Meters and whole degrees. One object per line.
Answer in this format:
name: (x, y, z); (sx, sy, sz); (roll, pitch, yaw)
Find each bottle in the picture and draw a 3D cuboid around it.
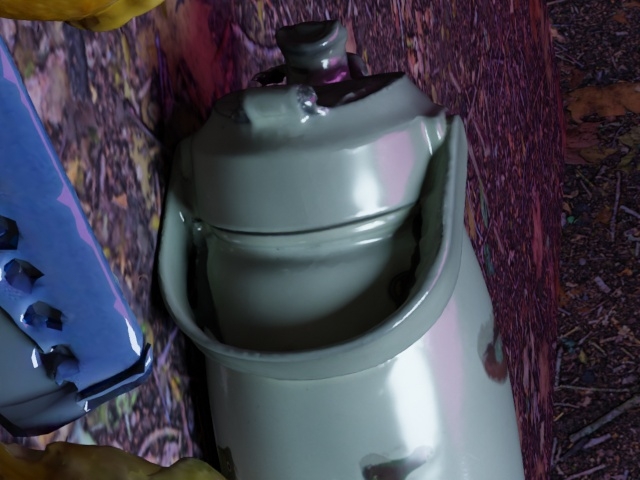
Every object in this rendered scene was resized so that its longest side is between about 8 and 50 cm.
bottle: (0.014, 0.036, 0.974); (0.229, 0.229, 0.351); (-55, 138, -66)

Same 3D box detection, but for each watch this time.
watch: (-0.154, -0.117, 0.415); (0.276, 0.068, 0.274); (49, -22, 44)

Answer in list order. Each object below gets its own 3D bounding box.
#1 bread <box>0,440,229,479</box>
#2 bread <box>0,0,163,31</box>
bread: (-0.098, 0.215, 0.567); (0.252, 0.239, 0.196); (-83, -163, -52)
bread: (-0.126, -0.259, 0.515); (0.183, 0.236, 0.388); (-40, 132, -24)
